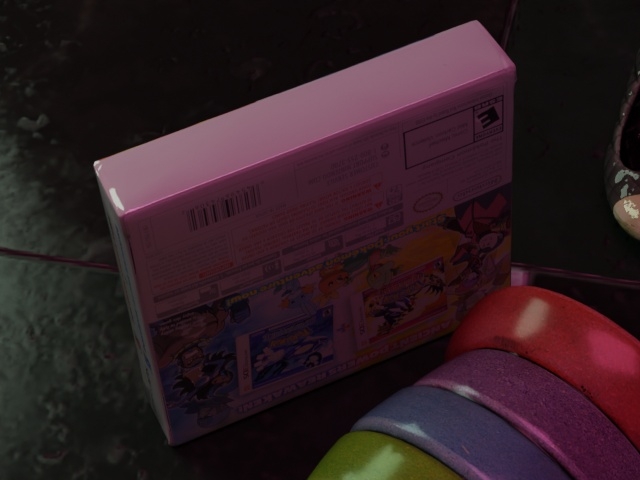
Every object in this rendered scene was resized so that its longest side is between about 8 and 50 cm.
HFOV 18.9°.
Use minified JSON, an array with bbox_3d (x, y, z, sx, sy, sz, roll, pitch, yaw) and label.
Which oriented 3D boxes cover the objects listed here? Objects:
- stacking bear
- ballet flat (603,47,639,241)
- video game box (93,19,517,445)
[{"bbox_3d":[0.038,0.170,0.854,0.175,0.164,0.289,34,65,27],"label":"stacking bear"},{"bbox_3d":[0.193,-0.070,1.098,0.057,0.049,0.173,6,52,10],"label":"ballet flat"},{"bbox_3d":[0.000,0.000,0.967,0.205,0.187,0.048,-21,49,-13],"label":"video game box"}]
